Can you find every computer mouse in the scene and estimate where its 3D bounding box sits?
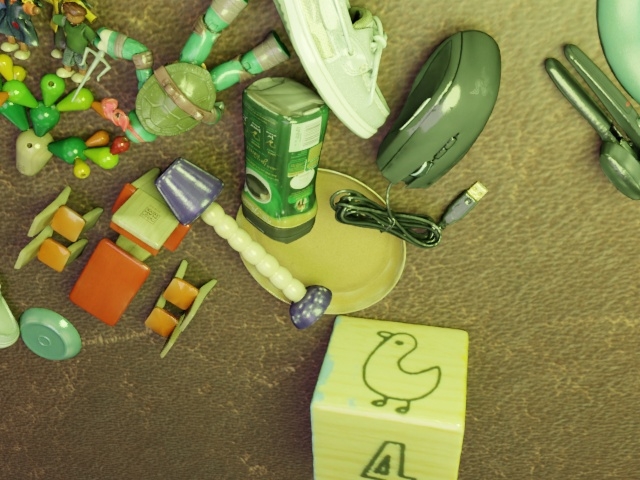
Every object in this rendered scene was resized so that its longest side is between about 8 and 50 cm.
[{"bbox_3d":[0.149,-0.092,0.735,0.184,0.060,0.262,21,115,-34],"label":"computer mouse"}]

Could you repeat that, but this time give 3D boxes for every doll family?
[{"bbox_3d":[-0.334,-0.276,0.763,0.193,0.076,0.111,21,131,4],"label":"doll family"}]

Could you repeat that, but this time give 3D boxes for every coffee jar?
[{"bbox_3d":[-0.045,-0.089,0.751,0.096,0.079,0.184,39,139,31],"label":"coffee jar"}]

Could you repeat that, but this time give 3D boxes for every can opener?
[{"bbox_3d":[0.313,-0.133,0.694,0.059,0.073,0.186,-29,103,38],"label":"can opener"}]

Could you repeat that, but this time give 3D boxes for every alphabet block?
[{"bbox_3d":[0.103,0.245,0.923,0.197,0.192,0.193,5,126,11],"label":"alphabet block"}]

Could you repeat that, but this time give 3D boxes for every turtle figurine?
[{"bbox_3d":[-0.158,-0.181,0.738,0.234,0.118,0.175,-34,142,14],"label":"turtle figurine"}]

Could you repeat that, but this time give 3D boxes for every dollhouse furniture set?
[{"bbox_3d":[-0.282,0.030,0.914,0.262,0.135,0.259,34,125,-9],"label":"dollhouse furniture set"}]

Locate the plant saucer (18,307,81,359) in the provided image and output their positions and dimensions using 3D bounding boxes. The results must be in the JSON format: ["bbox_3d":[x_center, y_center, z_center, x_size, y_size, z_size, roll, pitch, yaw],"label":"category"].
[{"bbox_3d":[-0.482,0.171,1.133,0.119,0.021,0.119,7,125,10],"label":"plant saucer"}]

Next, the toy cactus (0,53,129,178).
[{"bbox_3d":[-0.372,-0.144,0.855,0.219,0.112,0.180,29,136,-15],"label":"toy cactus"}]

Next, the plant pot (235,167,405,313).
[{"bbox_3d":[0.000,0.000,0.882,0.236,0.032,0.236,7,124,10],"label":"plant pot"}]

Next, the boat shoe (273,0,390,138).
[{"bbox_3d":[0.010,-0.251,0.653,0.103,0.118,0.320,-21,119,12],"label":"boat shoe"}]

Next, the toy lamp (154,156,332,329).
[{"bbox_3d":[-0.101,0.002,0.846,0.080,0.080,0.274,-33,112,31],"label":"toy lamp"}]

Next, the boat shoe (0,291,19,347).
[{"bbox_3d":[-0.579,0.084,1.065,0.081,0.079,0.227,-24,111,32],"label":"boat shoe"}]

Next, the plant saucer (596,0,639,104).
[{"bbox_3d":[0.432,-0.238,0.601,0.318,0.043,0.317,8,125,11],"label":"plant saucer"}]
